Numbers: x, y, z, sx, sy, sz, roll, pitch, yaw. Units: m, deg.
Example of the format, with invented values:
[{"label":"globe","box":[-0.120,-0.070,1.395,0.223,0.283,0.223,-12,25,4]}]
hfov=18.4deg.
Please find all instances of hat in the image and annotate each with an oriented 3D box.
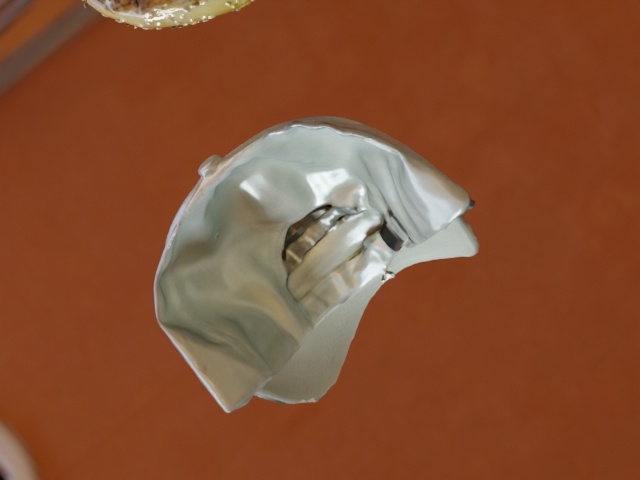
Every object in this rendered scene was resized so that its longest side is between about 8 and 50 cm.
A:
[{"label":"hat","box":[0.003,0.004,1.642,0.168,0.258,0.301,53,-171,16]}]

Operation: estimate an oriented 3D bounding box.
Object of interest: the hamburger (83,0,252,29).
[{"label":"hamburger","box":[-0.108,-0.226,1.380,0.182,0.191,0.118,28,148,37]}]
